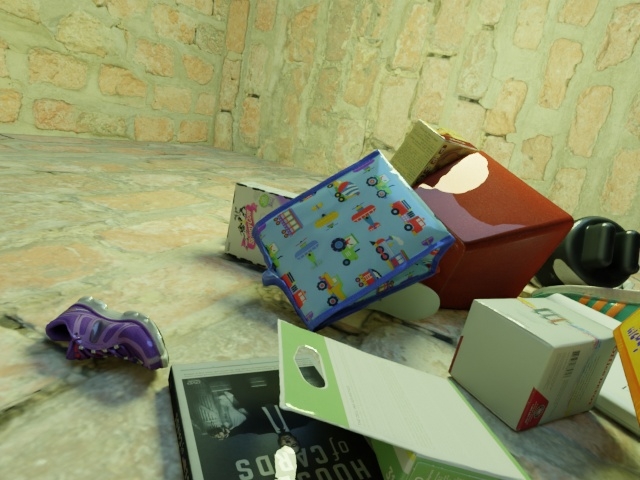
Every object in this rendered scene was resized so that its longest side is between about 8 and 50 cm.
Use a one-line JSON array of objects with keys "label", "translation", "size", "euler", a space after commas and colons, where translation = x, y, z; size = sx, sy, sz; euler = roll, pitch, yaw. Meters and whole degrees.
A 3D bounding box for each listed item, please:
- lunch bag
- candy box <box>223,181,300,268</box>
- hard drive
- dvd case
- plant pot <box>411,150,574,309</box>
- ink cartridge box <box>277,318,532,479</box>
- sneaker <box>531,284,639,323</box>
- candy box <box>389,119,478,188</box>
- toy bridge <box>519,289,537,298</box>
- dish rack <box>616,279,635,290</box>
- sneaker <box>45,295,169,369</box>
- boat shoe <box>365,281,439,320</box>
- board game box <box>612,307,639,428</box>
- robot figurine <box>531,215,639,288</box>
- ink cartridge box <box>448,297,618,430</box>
[{"label": "lunch bag", "translation": [0.034, 0.007, 0.702], "size": [0.294, 0.138, 0.220], "euler": [-25, 63, -16]}, {"label": "candy box", "translation": [-0.098, -0.025, 0.877], "size": [0.197, 0.164, 0.070], "euler": [17, 15, 17]}, {"label": "hard drive", "translation": [0.471, 0.196, 0.669], "size": [0.203, 0.040, 0.308], "euler": [-15, 26, -24]}, {"label": "dvd case", "translation": [-0.043, 0.194, 0.399], "size": [0.180, 0.029, 0.239], "euler": [4, 17, -28]}, {"label": "plant pot", "translation": [0.296, -0.003, 0.876], "size": [0.236, 0.267, 0.267], "euler": [-13, 48, -27]}, {"label": "ink cartridge box", "translation": [0.059, 0.171, 0.406], "size": [0.235, 0.056, 0.171], "euler": [20, 9, -11]}, {"label": "sneaker", "translation": [0.599, 0.166, 0.861], "size": [0.108, 0.120, 0.302], "euler": [20, -13, -35]}, {"label": "candy box", "translation": [0.210, -0.120, 0.971], "size": [0.183, 0.316, 0.087], "euler": [-5, 47, -48]}, {"label": "toy bridge", "translation": [0.565, 0.147, 1.032], "size": [0.189, 0.026, 0.063], "euler": [13, 16, -2]}, {"label": "dish rack", "translation": [0.723, 0.105, 1.216], "size": [0.333, 0.072, 0.286], "euler": [25, 19, 39]}, {"label": "sneaker", "translation": [-0.249, 0.121, 0.474], "size": [0.170, 0.068, 0.071], "euler": [10, 28, 24]}, {"label": "boat shoe", "translation": [0.115, 0.096, 0.777], "size": [0.220, 0.077, 0.070], "euler": [10, 17, -3]}, {"label": "board game box", "translation": [0.512, 0.124, 0.272], "size": [0.356, 0.356, 0.357], "euler": [43, 27, 19]}, {"label": "robot figurine", "translation": [0.613, 0.036, 0.972], "size": [0.209, 0.174, 0.278], "euler": [54, -10, 6]}, {"label": "ink cartridge box", "translation": [0.305, 0.165, 0.581], "size": [0.177, 0.128, 0.127], "euler": [4, 17, -30]}]
